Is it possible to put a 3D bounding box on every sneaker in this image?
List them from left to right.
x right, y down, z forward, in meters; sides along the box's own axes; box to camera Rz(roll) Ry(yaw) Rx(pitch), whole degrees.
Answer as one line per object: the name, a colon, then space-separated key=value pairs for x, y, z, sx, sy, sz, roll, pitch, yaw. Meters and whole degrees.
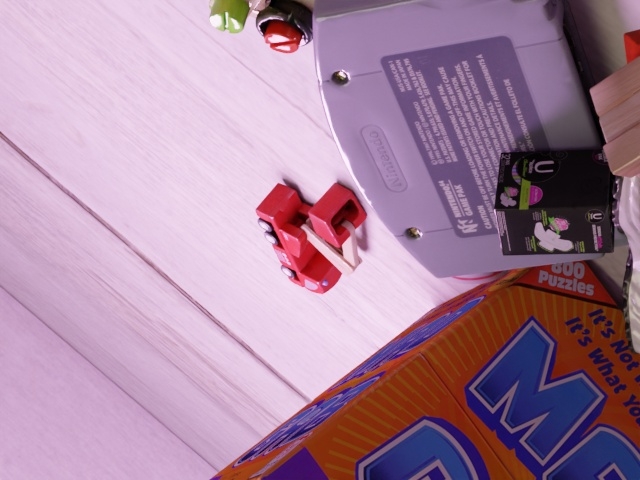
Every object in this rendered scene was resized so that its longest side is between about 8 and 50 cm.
sneaker: x=0.270 y=-0.020 z=1.222 sx=0.108 sy=0.100 sz=0.271 roll=2 pitch=139 yaw=20

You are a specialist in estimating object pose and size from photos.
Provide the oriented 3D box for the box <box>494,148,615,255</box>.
box: x=0.174 y=-0.028 z=1.237 sx=0.083 sy=0.062 sz=0.052 roll=-1 pitch=137 yaw=14

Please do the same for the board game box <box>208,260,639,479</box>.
board game box: x=0.139 y=0.273 z=1.563 sx=0.356 sy=0.356 sz=0.356 roll=54 pitch=160 yaw=1

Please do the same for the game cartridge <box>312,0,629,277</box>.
game cartridge: x=0.112 y=-0.089 z=1.269 sx=0.198 sy=0.062 sz=0.297 roll=-4 pitch=138 yaw=23

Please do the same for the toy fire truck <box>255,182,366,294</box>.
toy fire truck: x=0.000 y=0.000 z=1.802 sx=0.135 sy=0.047 sz=0.192 roll=26 pitch=155 yaw=34

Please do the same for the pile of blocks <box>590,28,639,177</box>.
pile of blocks: x=0.267 y=-0.157 z=0.939 sx=0.362 sy=0.149 sz=0.113 roll=119 pitch=141 yaw=-61

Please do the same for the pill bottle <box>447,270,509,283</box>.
pill bottle: x=0.123 y=-0.039 z=1.436 sx=0.087 sy=0.087 sz=0.160 roll=30 pitch=157 yaw=30

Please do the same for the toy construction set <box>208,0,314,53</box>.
toy construction set: x=-0.075 y=-0.252 z=1.277 sx=0.215 sy=0.151 sz=0.327 roll=21 pitch=172 yaw=-12
